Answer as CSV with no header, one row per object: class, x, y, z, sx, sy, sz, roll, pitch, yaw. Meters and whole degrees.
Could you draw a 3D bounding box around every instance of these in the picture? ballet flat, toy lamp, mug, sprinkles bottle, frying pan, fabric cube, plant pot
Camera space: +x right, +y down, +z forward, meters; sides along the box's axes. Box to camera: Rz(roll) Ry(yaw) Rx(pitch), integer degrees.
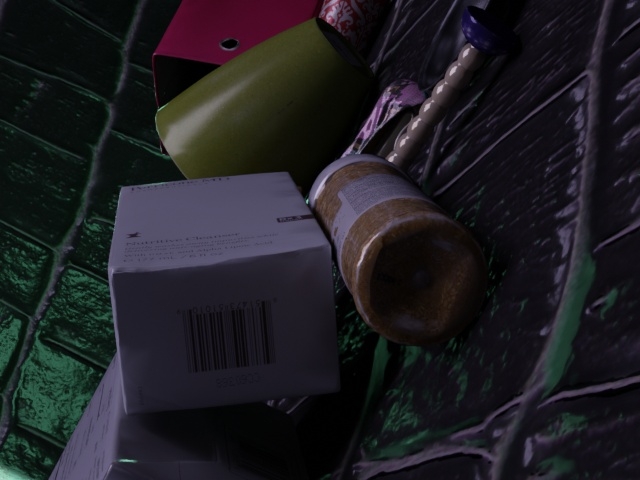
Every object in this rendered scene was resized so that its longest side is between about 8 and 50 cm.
ballet flat,0.070,-0.097,1.573,0.221,0.077,0.079,-59,31,14
toy lamp,0.117,-0.129,1.407,0.274,0.080,0.080,-56,13,26
mug,0.052,-0.364,2.228,0.113,0.150,0.169,12,76,40
sprinkles bottle,0.065,-0.002,1.227,0.121,0.121,0.355,-61,12,7
frying pan,0.166,-0.262,1.558,0.197,0.053,0.326,-63,10,-2
fabric cube,-0.143,-0.308,2.324,0.259,0.254,0.258,93,-167,-49
plant pot,-0.063,-0.206,2.008,0.293,0.275,0.275,-42,18,18

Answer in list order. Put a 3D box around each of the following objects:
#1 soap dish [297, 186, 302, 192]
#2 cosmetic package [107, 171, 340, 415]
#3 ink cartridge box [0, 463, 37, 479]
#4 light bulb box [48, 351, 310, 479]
soap dish,-0.121,0.082,1.787,0.229,0.118,0.290,130,158,-60
cosmetic package,-0.109,0.040,1.342,0.385,0.217,0.156,-122,27,-73
ink cartridge box,-0.331,0.405,1.598,0.121,0.289,0.211,-63,12,-3
light bulb box,-0.190,0.347,1.277,0.361,0.225,0.358,-61,12,9
